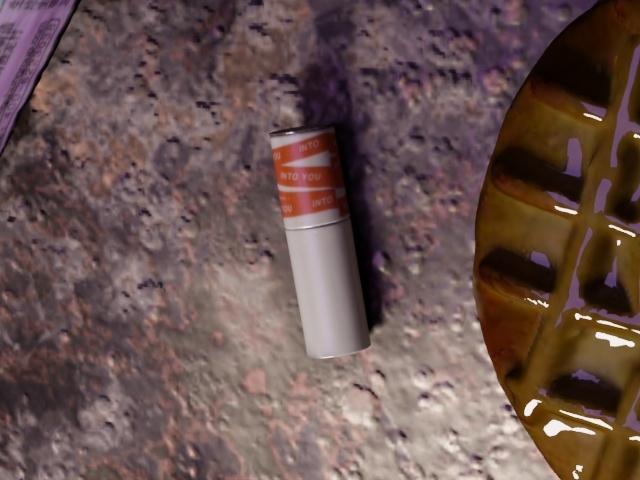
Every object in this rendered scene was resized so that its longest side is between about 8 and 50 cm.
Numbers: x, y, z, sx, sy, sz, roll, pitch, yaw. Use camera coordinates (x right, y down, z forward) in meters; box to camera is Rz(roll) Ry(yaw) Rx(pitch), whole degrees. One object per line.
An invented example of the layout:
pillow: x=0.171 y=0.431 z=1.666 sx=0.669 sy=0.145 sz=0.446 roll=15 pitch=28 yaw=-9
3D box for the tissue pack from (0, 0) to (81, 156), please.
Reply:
tissue pack: x=-0.255 y=-0.211 z=0.975 sx=0.259 sy=0.122 sz=0.361 roll=38 pitch=114 yaw=14

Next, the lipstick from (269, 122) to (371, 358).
lipstick: x=0.000 y=0.000 z=0.925 sx=0.038 sy=0.038 sz=0.131 roll=-5 pitch=98 yaw=29

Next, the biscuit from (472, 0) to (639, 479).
biscuit: x=0.225 y=0.013 z=0.772 sx=0.332 sy=0.103 sz=0.332 roll=6 pitch=102 yaw=26
